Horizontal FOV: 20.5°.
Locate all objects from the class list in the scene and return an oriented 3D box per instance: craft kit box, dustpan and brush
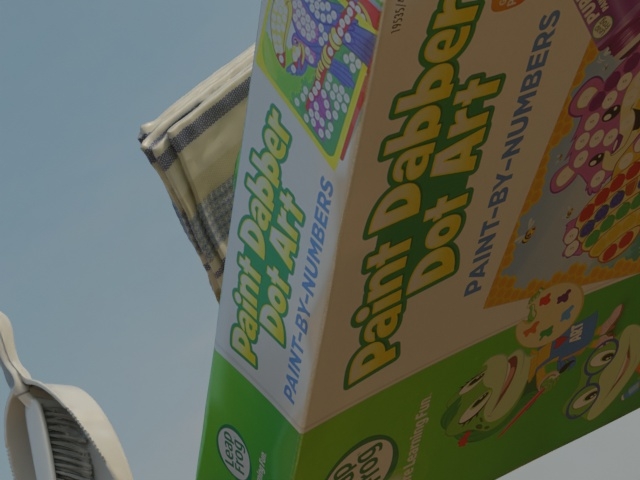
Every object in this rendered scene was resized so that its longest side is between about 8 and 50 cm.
[{"bbox_3d":[0.083,-0.025,0.578,0.246,0.061,0.250,-19,-41,-28],"label":"craft kit box"},{"bbox_3d":[-0.226,0.140,1.430,0.060,0.211,0.147,-5,-19,-38],"label":"dustpan and brush"}]

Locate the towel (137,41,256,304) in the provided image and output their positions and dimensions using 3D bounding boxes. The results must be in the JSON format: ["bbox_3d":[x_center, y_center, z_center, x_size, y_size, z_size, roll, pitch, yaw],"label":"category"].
[{"bbox_3d":[-0.032,-0.043,1.532,0.209,0.034,0.285,-40,-47,-20],"label":"towel"}]

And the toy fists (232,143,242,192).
[{"bbox_3d":[0.000,0.000,1.321,0.279,0.142,0.096,95,-162,-53],"label":"toy fists"}]
